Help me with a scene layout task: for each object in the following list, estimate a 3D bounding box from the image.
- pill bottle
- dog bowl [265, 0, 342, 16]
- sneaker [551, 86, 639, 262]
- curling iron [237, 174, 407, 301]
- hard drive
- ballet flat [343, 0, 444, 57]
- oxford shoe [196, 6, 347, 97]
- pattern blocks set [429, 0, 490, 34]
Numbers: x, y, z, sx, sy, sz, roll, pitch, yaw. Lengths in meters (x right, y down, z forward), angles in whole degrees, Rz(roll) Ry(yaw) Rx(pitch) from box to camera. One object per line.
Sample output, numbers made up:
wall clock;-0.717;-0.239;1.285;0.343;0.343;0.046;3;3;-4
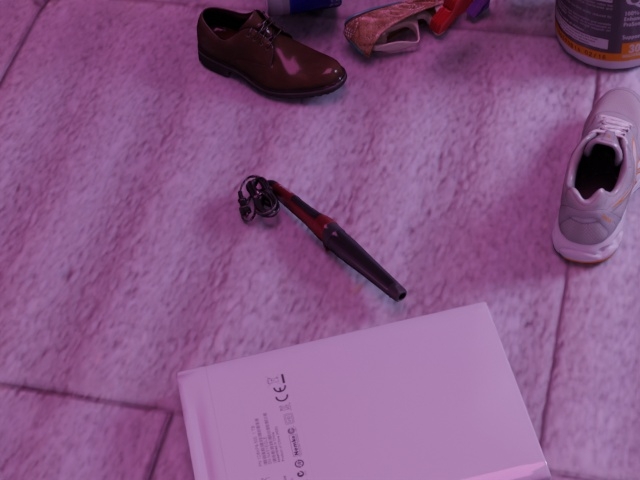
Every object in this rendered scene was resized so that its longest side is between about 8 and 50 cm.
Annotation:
pill bottle;0.382;-0.367;1.699;0.162;0.278;0.162;-4;51;5
dog bowl;-0.037;-0.443;1.822;0.104;0.265;0.264;-7;50;-3
sneaker;0.345;-0.102;1.588;0.099;0.121;0.262;11;53;15
curling iron;0.000;0.000;1.600;0.274;0.035;0.068;35;66;30
hard drive;0.038;0.201;1.422;0.353;0.047;0.233;-13;50;-3
ballet flat;0.132;-0.301;1.825;0.206;0.073;0.067;-24;78;-9
oxford shoe;-0.071;-0.253;1.779;0.227;0.096;0.082;19;53;19
pattern blocks set;0.279;-0.417;1.741;0.026;0.325;0.285;41;34;10
